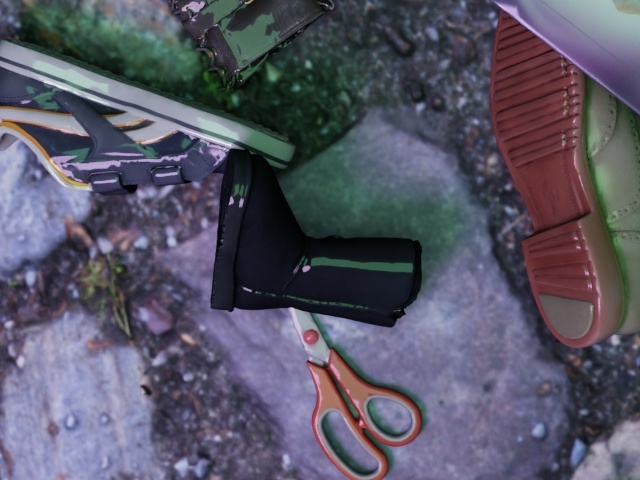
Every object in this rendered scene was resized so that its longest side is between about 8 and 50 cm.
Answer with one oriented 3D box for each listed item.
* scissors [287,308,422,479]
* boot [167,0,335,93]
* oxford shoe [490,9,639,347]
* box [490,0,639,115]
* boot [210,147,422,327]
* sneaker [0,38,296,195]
[{"bbox_3d":[-0.010,0.122,1.924,0.109,0.021,0.297,-39,94,7],"label":"scissors"},{"bbox_3d":[-0.145,-0.249,1.852,0.263,0.091,0.229,-31,94,4],"label":"boot"},{"bbox_3d":[0.273,-0.097,1.848,0.147,0.140,0.396,-8,91,-29],"label":"oxford shoe"},{"bbox_3d":[0.347,-0.255,1.642,0.296,0.183,0.294,37,105,0],"label":"box"},{"bbox_3d":[0.000,0.000,1.810,0.207,0.246,0.094,4,56,-4],"label":"boot"},{"bbox_3d":[-0.189,-0.099,1.858,0.321,0.126,0.127,19,95,9],"label":"sneaker"}]
